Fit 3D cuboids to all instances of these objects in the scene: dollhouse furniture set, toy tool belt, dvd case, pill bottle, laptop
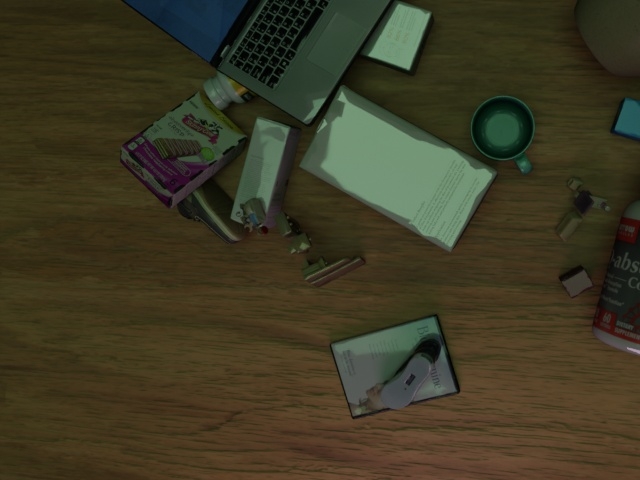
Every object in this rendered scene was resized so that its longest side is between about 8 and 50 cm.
[{"bbox_3d":[0.000,0.000,1.715,0.123,0.144,0.151,-27,73,8],"label":"dollhouse furniture set"},{"bbox_3d":[-0.143,-0.046,1.666,0.051,0.052,0.083,-22,86,44],"label":"toy tool belt"},{"bbox_3d":[0.164,0.282,1.746,0.253,0.022,0.180,-17,90,13],"label":"dvd case"},{"bbox_3d":[0.543,-0.058,1.646,0.081,0.091,0.114,11,126,-28],"label":"dollhouse furniture set"},{"bbox_3d":[-0.162,-0.366,1.731,0.184,0.103,0.103,-30,87,13],"label":"pill bottle"},{"bbox_3d":[-0.106,-0.509,1.555,0.408,0.236,0.382,34,93,19],"label":"laptop"},{"bbox_3d":[0.673,0.040,1.521,0.210,0.210,0.363,14,96,11],"label":"pill bottle"}]

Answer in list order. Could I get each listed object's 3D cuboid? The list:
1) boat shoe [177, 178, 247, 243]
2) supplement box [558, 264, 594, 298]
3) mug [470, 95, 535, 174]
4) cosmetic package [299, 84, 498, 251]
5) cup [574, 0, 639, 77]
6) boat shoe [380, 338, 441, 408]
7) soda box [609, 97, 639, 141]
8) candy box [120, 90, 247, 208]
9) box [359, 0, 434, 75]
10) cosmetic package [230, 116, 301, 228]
[{"bbox_3d":[-0.283,-0.092,1.784,0.285,0.103,0.092,47,114,6],"label":"boat shoe"},{"bbox_3d":[0.527,0.084,1.620,0.055,0.083,0.043,-31,87,14],"label":"supplement box"},{"bbox_3d":[0.375,-0.216,1.626,0.129,0.097,0.158,3,95,12],"label":"mug"},{"bbox_3d":[0.165,-0.150,1.648,0.365,0.155,0.197,32,99,9],"label":"cosmetic package"},{"bbox_3d":[0.625,-0.440,1.472,0.237,0.331,0.331,-34,86,39],"label":"cup"},{"bbox_3d":[0.200,0.290,1.700,0.065,0.083,0.183,40,128,7],"label":"boat shoe"},{"bbox_3d":[0.697,-0.220,1.570,0.210,0.067,0.071,18,97,10],"label":"soda box"},{"bbox_3d":[-0.298,-0.201,1.723,0.159,0.071,0.233,43,60,6],"label":"candy box"},{"bbox_3d":[0.138,-0.441,1.666,0.170,0.091,0.130,22,99,10],"label":"box"},{"bbox_3d":[-0.118,-0.148,1.732,0.085,0.117,0.231,18,99,10],"label":"cosmetic package"}]
